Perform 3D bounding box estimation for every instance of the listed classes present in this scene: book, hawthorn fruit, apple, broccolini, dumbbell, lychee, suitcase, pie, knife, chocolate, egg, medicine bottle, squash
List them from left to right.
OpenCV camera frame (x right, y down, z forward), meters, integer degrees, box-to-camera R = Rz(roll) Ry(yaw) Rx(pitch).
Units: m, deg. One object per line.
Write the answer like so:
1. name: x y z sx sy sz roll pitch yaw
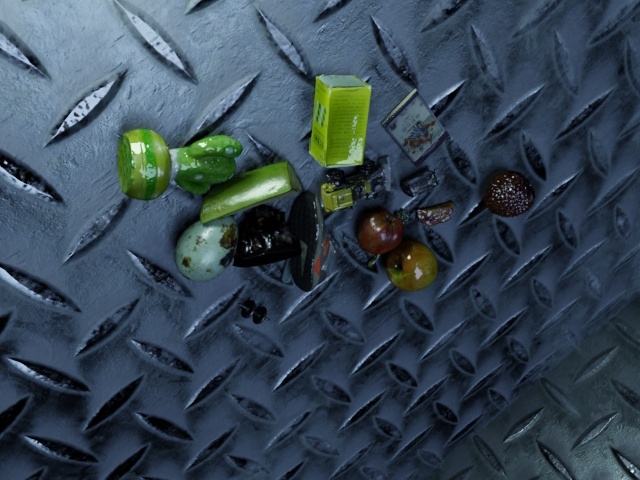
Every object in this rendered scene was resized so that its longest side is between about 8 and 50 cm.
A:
1. egg: -0.339 0.018 1.586 0.169 0.169 0.231 36 89 -38
2. squash: -0.213 -0.150 1.586 0.288 0.203 0.111 -20 92 8
3. dumbbell: -0.233 0.252 1.847 0.069 0.069 0.147 -47 127 8
4. chocolate: -0.181 -0.021 1.680 0.224 0.206 0.177 -4 78 -35
5. knife: -0.100 0.077 1.830 0.044 0.023 0.162 3 118 -29
6. medicine bottle: 0.055 -0.354 1.558 0.141 0.137 0.250 -8 122 -21
7. hawthorn fruit: 0.196 -0.011 1.856 0.162 0.163 0.203 7 135 -29
8. broccolini: 0.250 -0.002 1.933 0.071 0.057 0.254 31 104 7
9. apple: 0.343 0.096 1.955 0.195 0.196 0.196 -12 125 -19
10. book: 0.320 -0.368 1.750 0.157 0.026 0.231 -45 128 6
11. suitcase: 0.345 -0.203 1.829 0.126 0.086 0.059 -28 113 -8
12. pie: 0.435 -0.097 1.972 0.169 0.034 0.092 -17 122 -17
13. lychee: 0.706 -0.170 1.974 0.188 0.188 0.188 -12 125 -19

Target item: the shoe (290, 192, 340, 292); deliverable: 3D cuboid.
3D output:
1. shoe: 0.000 0.000 1.770 0.171 0.132 0.337 -16 117 -42

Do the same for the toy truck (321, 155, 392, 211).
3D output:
1. toy truck: 0.132 -0.179 1.722 0.285 0.111 0.136 -23 126 -19

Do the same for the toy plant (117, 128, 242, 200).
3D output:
1. toy plant: -0.375 -0.200 1.435 0.315 0.185 0.224 -4 148 -32
